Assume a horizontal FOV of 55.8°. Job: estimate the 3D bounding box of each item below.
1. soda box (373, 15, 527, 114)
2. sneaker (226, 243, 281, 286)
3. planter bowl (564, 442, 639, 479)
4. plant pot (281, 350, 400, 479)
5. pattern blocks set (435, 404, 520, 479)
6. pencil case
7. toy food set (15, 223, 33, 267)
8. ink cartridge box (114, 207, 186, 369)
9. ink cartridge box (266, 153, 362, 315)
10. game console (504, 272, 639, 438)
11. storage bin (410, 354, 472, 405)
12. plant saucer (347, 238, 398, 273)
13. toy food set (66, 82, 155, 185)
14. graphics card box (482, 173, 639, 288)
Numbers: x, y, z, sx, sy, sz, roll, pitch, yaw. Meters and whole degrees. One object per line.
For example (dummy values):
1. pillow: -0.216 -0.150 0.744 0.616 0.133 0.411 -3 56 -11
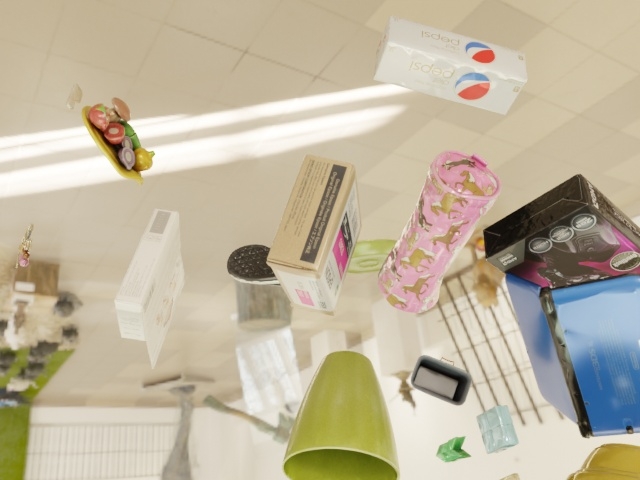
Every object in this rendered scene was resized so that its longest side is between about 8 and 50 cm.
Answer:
1. soda box: 0.194 -0.262 0.907 0.216 0.069 0.074 13 145 -6
2. sneaker: -0.073 0.070 1.211 0.235 0.084 0.097 5 148 16
3. planter bowl: 0.481 0.370 0.931 0.217 0.090 0.217 13 154 6
4. plant pot: 0.060 0.434 1.496 0.275 0.293 0.275 4 137 4
5. pattern blocks set: 0.205 0.368 0.673 0.026 0.325 0.285 2 138 -20
6. pencil case: 0.253 -0.011 1.329 0.160 0.167 0.386 9 135 -10
7. toy food set: -0.664 0.019 1.367 0.019 0.078 0.122 12 153 -33
8. ink cartridge box: -0.401 0.116 1.455 0.066 0.296 0.261 9 136 0
9. ink cartridge box: 0.000 0.000 1.015 0.088 0.193 0.235 13 160 12
10. game console: 0.494 0.191 1.116 0.250 0.293 0.173 -15 -168 26
11. storage bin: 0.285 0.333 1.453 0.135 0.098 0.091 21 165 8
12. plant saucer: 0.136 0.052 1.731 0.241 0.037 0.241 -5 160 -2
13. toy food set: -0.386 -0.210 1.159 0.071 0.128 0.218 -29 117 6
14. graphics card box: 0.539 0.044 1.224 0.371 0.094 0.233 34 133 -24
